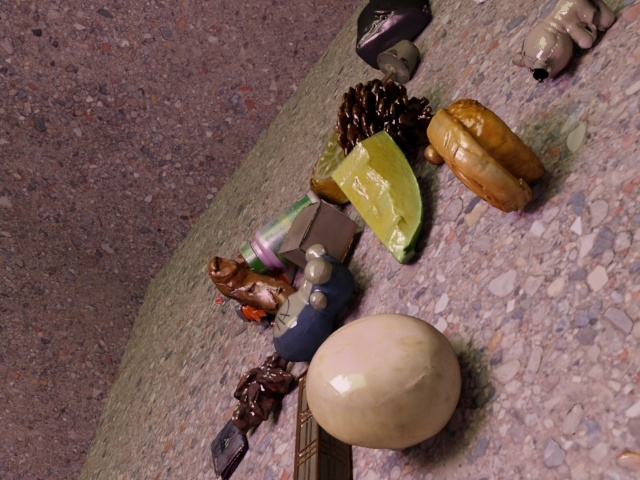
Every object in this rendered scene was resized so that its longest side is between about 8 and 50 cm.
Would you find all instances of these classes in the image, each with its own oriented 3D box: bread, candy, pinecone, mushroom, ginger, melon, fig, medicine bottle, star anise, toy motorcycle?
[{"bbox_3d":[0.283,-0.153,1.112,0.120,0.198,0.236,-47,21,15],"label":"bread"},{"bbox_3d":[0.074,-0.224,1.852,0.260,0.118,0.260,-45,25,28],"label":"candy"},{"bbox_3d":[0.151,-0.281,1.592,0.257,0.243,0.244,24,82,49],"label":"pinecone"},{"bbox_3d":[0.099,0.233,1.004,0.245,0.203,0.246,-8,28,4],"label":"mushroom"},{"bbox_3d":[-0.162,0.136,1.706,0.107,0.309,0.133,-64,-11,-12],"label":"ginger"},{"bbox_3d":[0.144,-0.076,1.416,0.196,0.124,0.324,-54,49,37],"label":"melon"},{"bbox_3d":[0.277,-0.205,1.445,0.083,0.050,0.050,-32,27,17],"label":"fig"},{"bbox_3d":[-0.092,-0.013,1.796,0.274,0.133,0.133,-36,22,4],"label":"medicine bottle"},{"bbox_3d":[-0.152,0.365,1.537,0.220,0.099,0.214,-55,10,9],"label":"star anise"},{"bbox_3d":[-0.178,0.120,1.916,0.221,0.148,0.326,-19,31,27],"label":"toy motorcycle"}]

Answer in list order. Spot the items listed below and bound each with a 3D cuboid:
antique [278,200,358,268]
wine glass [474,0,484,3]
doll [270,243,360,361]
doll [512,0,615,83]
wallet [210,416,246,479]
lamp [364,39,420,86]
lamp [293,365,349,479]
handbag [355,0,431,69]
[{"bbox_3d":[0.000,0.000,1.640,0.147,0.147,0.152,-63,19,-18],"label":"antique"},{"bbox_3d":[0.453,-0.778,1.738,0.197,0.165,0.165,-53,18,-11],"label":"wine glass"},{"bbox_3d":[-0.026,0.154,1.464,0.258,0.154,0.228,-54,12,7],"label":"doll"},{"bbox_3d":[0.455,-0.386,1.210,0.192,0.095,0.149,-50,23,14],"label":"doll"},{"bbox_3d":[-0.227,0.514,1.591,0.111,0.030,0.166,-52,21,4],"label":"wallet"},{"bbox_3d":[0.212,-0.514,1.939,0.215,0.121,0.121,-49,17,-15],"label":"lamp"},{"bbox_3d":[0.004,0.368,1.164,0.090,0.089,0.325,-46,23,28],"label":"lamp"},{"bbox_3d":[0.238,-0.774,2.193,0.275,0.177,0.302,-45,23,34],"label":"handbag"}]
